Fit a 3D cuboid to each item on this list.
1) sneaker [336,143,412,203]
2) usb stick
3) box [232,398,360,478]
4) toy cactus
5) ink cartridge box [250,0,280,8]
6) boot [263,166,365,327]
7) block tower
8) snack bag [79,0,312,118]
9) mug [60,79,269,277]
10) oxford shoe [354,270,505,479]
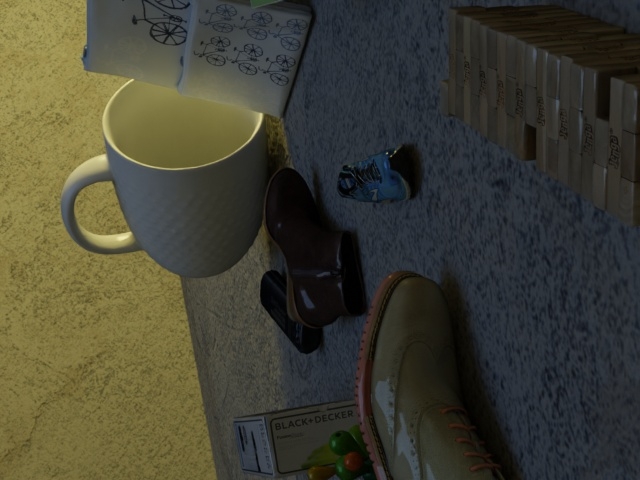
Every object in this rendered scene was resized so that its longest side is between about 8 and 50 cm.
[{"bbox_3d":[0.060,-0.069,1.397,0.162,0.073,0.063,142,120,-74],"label":"sneaker"},{"bbox_3d":[-0.054,0.118,2.008,0.278,0.045,0.077,-139,50,-69],"label":"usb stick"},{"bbox_3d":[-0.022,0.284,1.720,0.290,0.169,0.087,144,117,-73],"label":"box"},{"bbox_3d":[0.090,0.271,1.346,0.180,0.219,0.112,41,142,0],"label":"toy cactus"},{"bbox_3d":[-0.006,-0.368,1.374,0.235,0.056,0.171,1,100,55],"label":"ink cartridge box"},{"bbox_3d":[0.000,0.000,1.714,0.207,0.090,0.248,-20,77,63],"label":"boot"},{"bbox_3d":[0.186,-0.103,0.850,0.335,0.091,0.097,-133,39,-66],"label":"block tower"},{"bbox_3d":[-0.200,-0.301,1.803,0.323,0.342,0.037,117,164,-66],"label":"snack bag"},{"bbox_3d":[-0.272,-0.088,2.096,0.328,0.374,0.276,88,161,-47],"label":"mug"},{"bbox_3d":[0.135,0.221,1.233,0.146,0.140,0.397,-15,76,45],"label":"oxford shoe"}]
